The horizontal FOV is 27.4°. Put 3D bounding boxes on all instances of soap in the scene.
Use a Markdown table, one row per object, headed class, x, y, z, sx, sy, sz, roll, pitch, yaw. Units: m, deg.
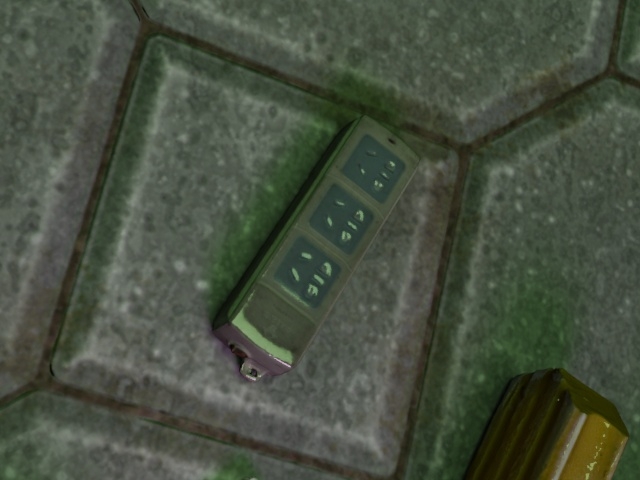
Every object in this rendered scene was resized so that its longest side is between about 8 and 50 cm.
| class | x | y | z | sx | sy | sz | roll | pitch | yaw |
| --- | --- | --- | --- | --- | --- | --- | --- | --- | --- |
| soap | 0.178 | 0.221 | 1.133 | 0.073 | 0.140 | 0.232 | 37 | 66 | -16 |

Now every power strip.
| class | x | y | z | sx | sy | sz | roll | pitch | yaw |
| --- | --- | --- | --- | --- | --- | --- | --- | --- | --- |
| power strip | 0.001 | 0.000 | 1.152 | 0.078 | 0.052 | 0.272 | 38 | 66 | -11 |

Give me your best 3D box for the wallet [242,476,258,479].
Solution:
| class | x | y | z | sx | sy | sz | roll | pitch | yaw |
| --- | --- | --- | --- | --- | --- | --- | --- | --- | --- |
| wallet | -0.048 | 0.262 | 1.088 | 0.061 | 0.025 | 0.122 | -32 | 93 | -28 |
